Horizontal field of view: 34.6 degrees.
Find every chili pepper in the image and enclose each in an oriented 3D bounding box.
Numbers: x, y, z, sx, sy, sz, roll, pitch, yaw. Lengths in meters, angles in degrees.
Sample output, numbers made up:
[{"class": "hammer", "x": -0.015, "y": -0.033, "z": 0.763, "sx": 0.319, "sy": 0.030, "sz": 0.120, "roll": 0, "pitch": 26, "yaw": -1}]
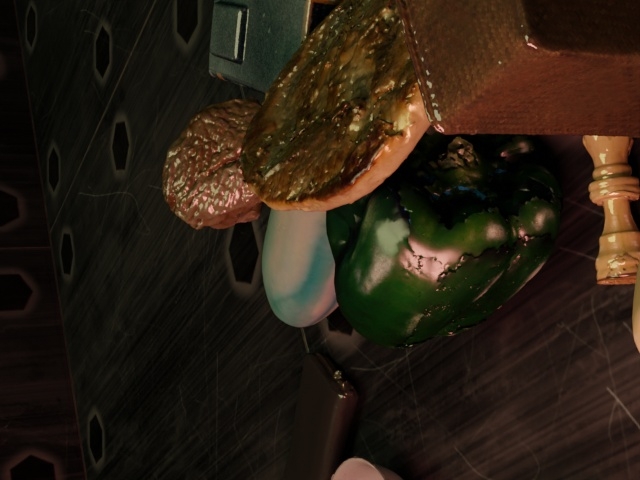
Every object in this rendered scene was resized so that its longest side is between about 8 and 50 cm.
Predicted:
[{"class": "chili pepper", "x": 0.124, "y": -0.012, "z": 1.140, "sx": 0.256, "sy": 0.233, "sz": 0.248, "roll": 116, "pitch": 158, "yaw": -50}]

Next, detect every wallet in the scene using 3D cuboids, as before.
[{"class": "wallet", "x": -0.002, "y": 0.293, "z": 1.556, "sx": 0.149, "sy": 0.044, "sz": 0.250, "roll": -136, "pitch": 51, "yaw": -57}]

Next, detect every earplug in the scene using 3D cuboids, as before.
[{"class": "earplug", "x": 0.000, "y": 0.000, "z": 1.428, "sx": 0.324, "sy": 0.185, "sz": 0.185, "roll": 106, "pitch": 148, "yaw": -41}]

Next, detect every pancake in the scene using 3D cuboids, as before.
[{"class": "pancake", "x": 0.041, "y": -0.173, "z": 1.080, "sx": 0.356, "sy": 0.065, "sz": 0.356, "roll": -43, "pitch": 30, "yaw": 33}]

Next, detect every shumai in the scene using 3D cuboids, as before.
[{"class": "shumai", "x": -0.118, "y": -0.095, "z": 1.502, "sx": 0.206, "sy": 0.175, "sz": 0.166, "roll": -36, "pitch": 62, "yaw": 6}]

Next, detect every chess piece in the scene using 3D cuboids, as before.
[{"class": "chess piece", "x": 0.288, "y": -0.044, "z": 1.004, "sx": 0.060, "sy": 0.060, "sz": 0.172, "roll": -22, "pitch": 69, "yaw": 60}]

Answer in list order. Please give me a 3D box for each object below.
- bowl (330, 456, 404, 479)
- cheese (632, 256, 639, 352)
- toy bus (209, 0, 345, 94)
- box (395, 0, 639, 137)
[{"class": "bowl", "x": 0.089, "y": 0.372, "z": 1.346, "sx": 0.189, "sy": 0.086, "sz": 0.189, "roll": 3, "pitch": 94, "yaw": 59}, {"class": "cheese", "x": 0.319, "y": -0.020, "z": 0.761, "sx": 0.233, "sy": 0.127, "sz": 0.266, "roll": -65, "pitch": -16, "yaw": -49}, {"class": "toy bus", "x": -0.015, "y": -0.268, "z": 1.399, "sx": 0.323, "sy": 0.194, "sz": 0.161, "roll": 30, "pitch": 118, "yaw": 56}, {"class": "box", "x": 0.221, "y": -0.200, "z": 0.890, "sx": 0.143, "sy": 0.273, "sz": 0.184, "roll": -41, "pitch": 57, "yaw": 55}]
